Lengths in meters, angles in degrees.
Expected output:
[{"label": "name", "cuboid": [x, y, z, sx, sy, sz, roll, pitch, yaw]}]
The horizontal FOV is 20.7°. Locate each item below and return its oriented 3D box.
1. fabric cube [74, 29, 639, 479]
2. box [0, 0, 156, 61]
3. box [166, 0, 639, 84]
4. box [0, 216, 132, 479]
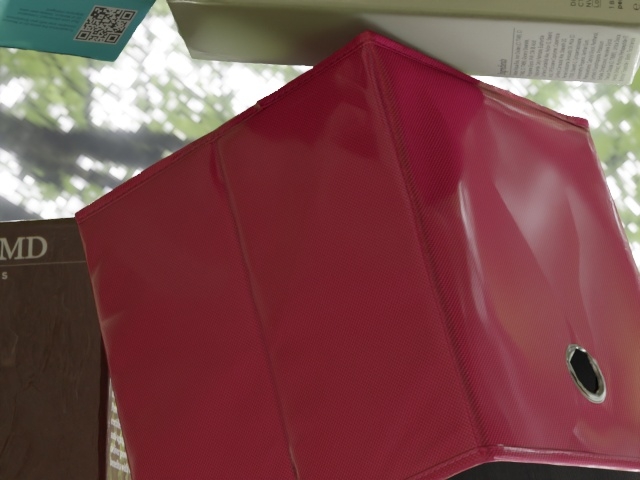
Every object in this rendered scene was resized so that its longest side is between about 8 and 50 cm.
[{"label": "fabric cube", "cuboid": [0.043, 0.065, 1.079, 0.259, 0.254, 0.258, -29, -117, 32]}, {"label": "box", "cuboid": [-0.186, -0.221, 1.052, 0.060, 0.100, 0.244, -49, -128, 38]}, {"label": "box", "cuboid": [0.054, -0.156, 1.030, 0.275, 0.113, 0.094, 5, -103, 4]}, {"label": "box", "cuboid": [-0.223, 0.182, 1.272, 0.191, 0.143, 0.381, -4, -107, 10]}]
